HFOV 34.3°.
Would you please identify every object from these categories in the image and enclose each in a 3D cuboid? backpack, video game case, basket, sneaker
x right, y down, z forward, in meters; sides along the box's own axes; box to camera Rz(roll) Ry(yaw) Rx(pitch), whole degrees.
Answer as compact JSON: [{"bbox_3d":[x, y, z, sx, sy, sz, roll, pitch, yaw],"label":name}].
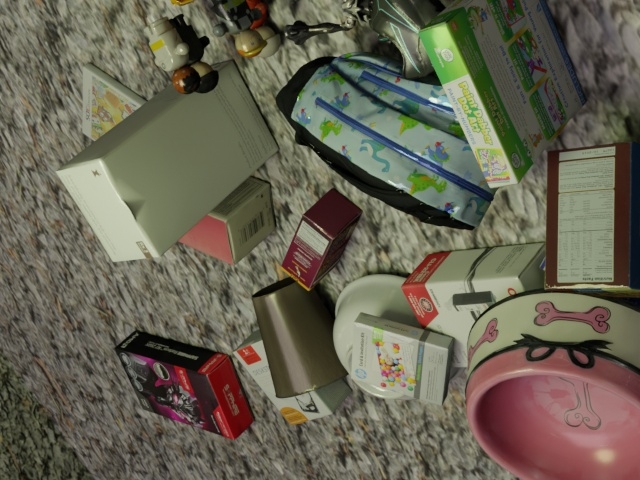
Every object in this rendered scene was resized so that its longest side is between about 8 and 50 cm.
[{"bbox_3d":[0.139,-0.154,1.618,0.290,0.273,0.355,31,-161,-35],"label":"backpack"},{"bbox_3d":[-0.444,-0.261,2.317,0.227,0.026,0.206,34,141,15],"label":"video game case"},{"bbox_3d":[-0.049,0.200,2.239,0.204,0.154,0.227,-22,97,14],"label":"basket"},{"bbox_3d":[0.100,-0.354,1.488,0.106,0.101,0.267,-35,81,24],"label":"sneaker"}]

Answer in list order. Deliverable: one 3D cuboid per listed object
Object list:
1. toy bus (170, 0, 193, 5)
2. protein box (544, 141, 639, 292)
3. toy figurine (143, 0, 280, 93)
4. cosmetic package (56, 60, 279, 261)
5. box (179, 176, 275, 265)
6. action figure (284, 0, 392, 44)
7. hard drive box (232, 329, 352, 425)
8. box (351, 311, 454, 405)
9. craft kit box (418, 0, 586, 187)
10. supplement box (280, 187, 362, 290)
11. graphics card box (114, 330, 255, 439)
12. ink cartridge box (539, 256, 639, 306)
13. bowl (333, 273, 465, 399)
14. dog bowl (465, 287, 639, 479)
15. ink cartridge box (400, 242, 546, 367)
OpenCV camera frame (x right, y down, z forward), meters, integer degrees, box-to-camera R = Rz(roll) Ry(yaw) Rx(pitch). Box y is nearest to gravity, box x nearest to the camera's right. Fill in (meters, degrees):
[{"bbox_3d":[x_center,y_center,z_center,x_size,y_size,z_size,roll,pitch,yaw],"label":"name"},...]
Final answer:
[{"bbox_3d":[-0.227,-0.477,1.763,0.149,0.220,0.211,45,149,-2],"label":"toy bus"},{"bbox_3d":[0.435,-0.022,1.488,0.136,0.200,0.201,-3,83,45],"label":"protein box"},{"bbox_3d":[-0.185,-0.349,1.814,0.213,0.209,0.148,-26,101,10],"label":"toy figurine"},{"bbox_3d":[-0.279,-0.153,1.961,0.156,0.385,0.217,-4,120,46],"label":"cosmetic package"},{"bbox_3d":[-0.233,-0.068,2.190,0.232,0.148,0.126,22,137,30],"label":"box"},{"bbox_3d":[0.083,-0.376,1.621,0.276,0.141,0.164,1,118,22],"label":"action figure"},{"bbox_3d":[-0.067,0.307,2.424,0.232,0.089,0.181,52,142,-7],"label":"hard drive box"},{"bbox_3d":[0.152,0.222,1.948,0.186,0.038,0.145,16,127,19],"label":"box"},{"bbox_3d":[0.267,-0.242,1.471,0.061,0.246,0.250,-10,116,42],"label":"craft kit box"},{"bbox_3d":[0.000,0.000,2.066,0.081,0.104,0.188,38,142,11],"label":"supplement box"},{"bbox_3d":[-0.367,0.384,2.779,0.371,0.094,0.232,11,131,39],"label":"graphics card box"},{"bbox_3d":[0.529,0.069,1.658,0.333,0.065,0.165,34,141,14],"label":"ink cartridge box"},{"bbox_3d":[0.140,0.223,2.077,0.298,0.134,0.298,18,134,19],"label":"bowl"},{"bbox_3d":[0.422,0.271,1.711,0.408,0.150,0.408,15,138,14],"label":"dog bowl"},{"bbox_3d":[0.312,0.121,1.870,0.273,0.114,0.197,-8,118,46],"label":"ink cartridge box"}]
